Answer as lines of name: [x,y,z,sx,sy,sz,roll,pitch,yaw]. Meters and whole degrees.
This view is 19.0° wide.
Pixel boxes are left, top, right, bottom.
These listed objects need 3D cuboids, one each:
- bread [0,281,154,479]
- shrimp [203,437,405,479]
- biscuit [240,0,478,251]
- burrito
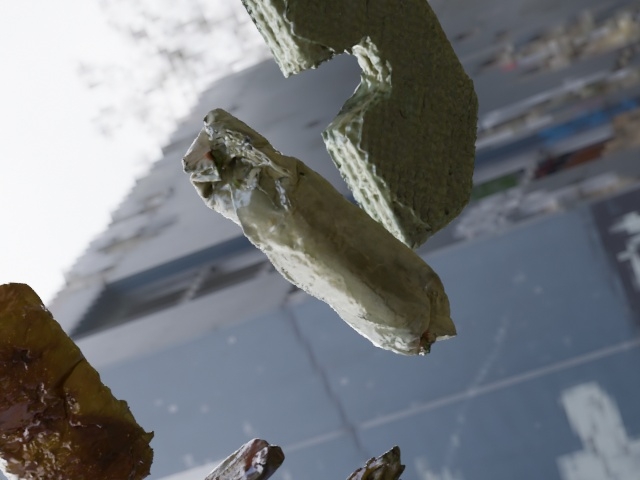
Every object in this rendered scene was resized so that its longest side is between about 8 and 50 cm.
bread: [-0.247,0.148,1.702,0.077,0.139,0.271,61,179,44]
shrimp: [-0.032,0.185,1.214,0.052,0.251,0.144,17,-138,-42]
biscuit: [0.044,-0.123,1.447,0.147,0.046,0.250,-37,-76,-38]
burrito: [0.000,0.000,1.073,0.188,0.058,0.045,39,180,-8]
